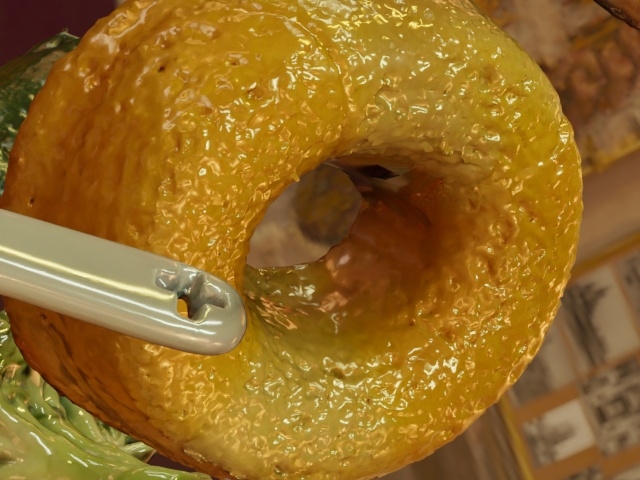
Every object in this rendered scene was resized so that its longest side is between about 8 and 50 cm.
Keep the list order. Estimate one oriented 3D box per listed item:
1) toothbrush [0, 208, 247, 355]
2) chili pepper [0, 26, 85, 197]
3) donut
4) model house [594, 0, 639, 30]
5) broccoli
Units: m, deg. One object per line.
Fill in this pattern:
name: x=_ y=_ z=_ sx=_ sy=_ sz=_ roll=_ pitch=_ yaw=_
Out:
toothbrush: x=-0.201 y=-0.026 z=0.378 sx=0.386 sy=0.040 sz=0.040 roll=18 pitch=36 yaw=-15
chili pepper: x=-0.204 y=-0.032 z=0.927 sx=0.270 sy=0.136 sz=0.099 roll=-47 pitch=125 yaw=-32
donut: x=0.000 y=0.000 z=0.760 sx=0.303 sy=0.303 sz=0.110 roll=48 pitch=-6 yaw=-36
model house: x=0.264 y=-0.252 z=1.096 sx=0.166 sy=0.172 sz=0.183 roll=44 pitch=33 yaw=15
broccoli: x=-0.236 y=0.224 z=1.202 sx=0.272 sy=0.324 sz=0.334 roll=28 pitch=-18 yaw=39
